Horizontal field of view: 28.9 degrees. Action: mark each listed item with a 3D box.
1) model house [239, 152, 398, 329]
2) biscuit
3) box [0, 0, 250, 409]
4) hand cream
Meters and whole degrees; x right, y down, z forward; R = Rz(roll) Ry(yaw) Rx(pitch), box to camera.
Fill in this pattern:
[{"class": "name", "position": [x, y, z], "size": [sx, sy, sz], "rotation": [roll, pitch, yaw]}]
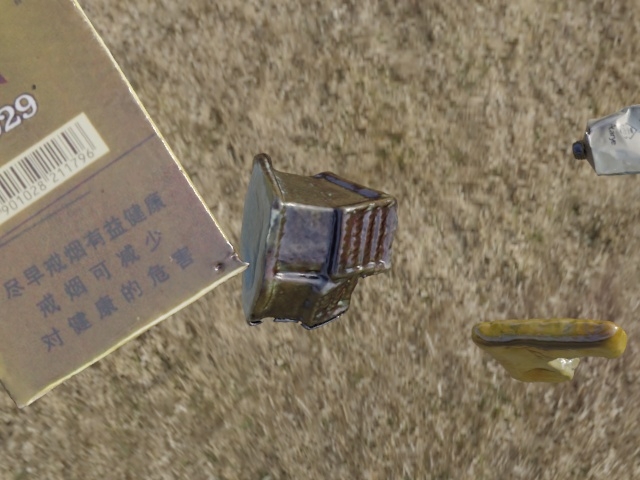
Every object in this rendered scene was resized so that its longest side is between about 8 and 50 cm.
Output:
[{"class": "model house", "position": [-0.001, 0.007, 1.272], "size": [0.152, 0.106, 0.165], "rotation": [6, 102, -13]}, {"class": "biscuit", "position": [0.280, 0.131, 1.465], "size": [0.174, 0.183, 0.039], "rotation": [-3, 68, 22]}, {"class": "box", "position": [-0.097, -0.023, 0.410], "size": [0.090, 0.023, 0.133], "rotation": [-34, 95, -8]}, {"class": "hand cream", "position": [0.342, -0.101, 1.072], "size": [0.247, 0.052, 0.075], "rotation": [-11, 80, 16]}]
